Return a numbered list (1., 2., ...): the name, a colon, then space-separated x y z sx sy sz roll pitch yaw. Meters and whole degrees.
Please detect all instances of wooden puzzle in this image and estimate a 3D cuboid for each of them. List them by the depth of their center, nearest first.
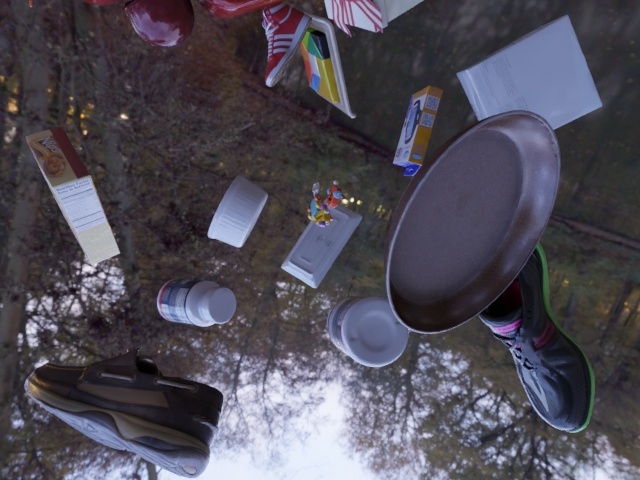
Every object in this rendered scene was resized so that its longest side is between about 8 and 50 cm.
1. wooden puzzle: -0.001 -0.424 1.061 0.221 0.044 0.239 54 170 51

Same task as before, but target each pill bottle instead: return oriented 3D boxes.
1. pill bottle: -0.288 0.146 1.040 0.180 0.108 0.108 -1 173 37
2. pill bottle: 0.106 0.224 1.144 0.161 0.161 0.283 19 171 -6

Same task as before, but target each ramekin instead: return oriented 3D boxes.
1. ramekin: -0.317 -0.107 1.739 0.135 0.277 0.277 28 -174 -6

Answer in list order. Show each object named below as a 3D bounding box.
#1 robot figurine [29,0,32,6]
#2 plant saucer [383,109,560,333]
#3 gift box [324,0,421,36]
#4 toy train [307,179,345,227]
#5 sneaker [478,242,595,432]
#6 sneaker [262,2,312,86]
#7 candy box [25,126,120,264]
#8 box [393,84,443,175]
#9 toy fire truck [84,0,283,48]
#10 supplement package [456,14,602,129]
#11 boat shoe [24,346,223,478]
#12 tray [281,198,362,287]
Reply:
1. robot figurine: -0.608 -0.619 0.933 0.158 0.219 0.128 22 -154 -20
2. plant saucer: 0.196 -0.019 0.584 0.310 0.311 0.050 14 -162 -41
3. gift box: 0.143 -0.731 1.235 0.255 0.258 0.276 39 159 45
4. toy train: 0.018 -0.097 1.154 0.046 0.125 0.166 15 -174 -22
5. sneaker: 0.475 0.214 1.053 0.202 0.483 0.185 -10 165 -32
6. sneaker: -0.067 -0.284 0.635 0.067 0.118 0.042 28 174 -10
7. candy box: -0.612 -0.101 1.115 0.087 0.316 0.183 -28 -116 -26
8. box: 0.154 -0.174 0.718 0.028 0.136 0.081 16 -175 -9
9. toy fire truck: -0.102 -0.288 0.311 0.302 0.254 0.169 -28 -158 -17
10. supplement package: 0.434 -0.325 0.946 0.194 0.203 0.149 61 -164 -12
11. boat shoe: -0.297 0.245 0.687 0.355 0.130 0.132 10 139 23
12. tray: 0.000 0.000 1.369 0.145 0.270 0.030 29 170 25
